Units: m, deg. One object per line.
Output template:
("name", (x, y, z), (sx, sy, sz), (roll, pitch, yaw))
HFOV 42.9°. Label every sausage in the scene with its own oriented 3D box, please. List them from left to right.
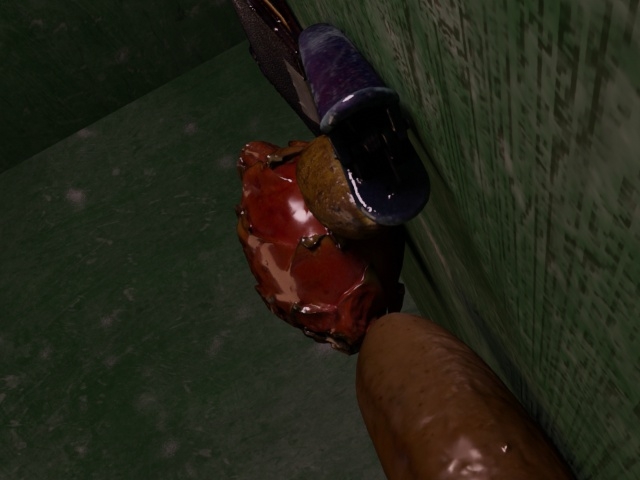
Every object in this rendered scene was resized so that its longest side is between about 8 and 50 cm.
("sausage", (0.131, 0.212, 0.554), (0.501, 0.123, 0.136), (-116, 14, -49))

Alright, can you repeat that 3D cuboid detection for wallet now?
("wallet", (-0.055, -0.276, 1.116), (0.262, 0.071, 0.221), (60, 176, 29))

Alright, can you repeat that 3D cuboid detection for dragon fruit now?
("dragon fruit", (-0.002, -0.003, 1.132), (0.315, 0.250, 0.250), (46, 171, 42))

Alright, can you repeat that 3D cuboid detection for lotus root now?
("lotus root", (0.032, -0.054, 0.929), (0.191, 0.094, 0.108), (-121, 8, -57))

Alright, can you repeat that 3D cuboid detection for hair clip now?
("hair clip", (0.014, -0.112, 0.545), (0.083, 0.048, 0.275), (59, -171, -32))
